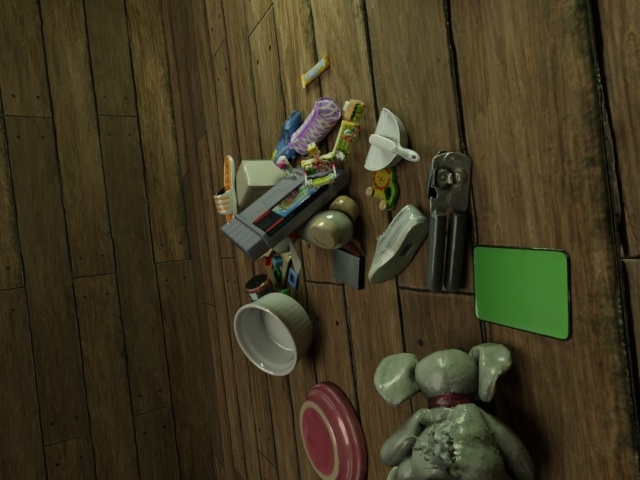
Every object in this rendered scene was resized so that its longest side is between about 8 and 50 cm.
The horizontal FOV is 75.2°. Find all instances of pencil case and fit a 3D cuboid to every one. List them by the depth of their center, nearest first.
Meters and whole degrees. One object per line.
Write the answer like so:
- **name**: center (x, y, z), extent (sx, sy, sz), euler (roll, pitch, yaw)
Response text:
- **pencil case**: center (-0.021, -0.334, 1.228), extent (0.206, 0.088, 0.087), euler (-38, 65, 55)

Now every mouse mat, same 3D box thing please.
- **mouse mat**: center (0.352, 0.087, 0.746), extent (0.189, 0.007, 0.153), euler (5, 100, 59)

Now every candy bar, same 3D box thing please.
- **candy bar**: center (-0.017, -0.509, 1.254), extent (0.161, 0.018, 0.040), euler (-8, 89, 61)

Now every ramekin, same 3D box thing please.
- **ramekin**: center (-0.158, 0.319, 1.463), extent (0.276, 0.135, 0.278), euler (15, 120, 29)

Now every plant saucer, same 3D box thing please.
- **plant saucer**: center (0.024, 0.640, 1.356), extent (0.332, 0.084, 0.333), euler (20, 114, 57)

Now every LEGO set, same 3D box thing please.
- **LEGO set**: center (0.025, -0.230, 1.093), extent (0.286, 0.132, 0.107), euler (-34, 32, 20)

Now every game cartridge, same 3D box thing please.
- **game cartridge**: center (-0.106, -0.102, 1.195), extent (0.068, 0.355, 0.230), euler (57, 164, -28)

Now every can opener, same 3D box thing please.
- **can opener**: center (0.254, -0.039, 0.851), extent (0.095, 0.075, 0.284), euler (-83, -7, -77)

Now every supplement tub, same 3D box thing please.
- **supplement tub**: center (-0.208, 0.235, 1.610), extent (0.106, 0.106, 0.198), euler (21, 140, 57)

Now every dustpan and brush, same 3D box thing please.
- **dustpan and brush**: center (0.165, -0.212, 0.944), extent (0.211, 0.060, 0.148), euler (39, 119, 46)

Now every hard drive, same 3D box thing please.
- **hard drive**: center (0.079, 0.078, 1.203), extent (0.135, 0.022, 0.095), euler (22, 114, 57)

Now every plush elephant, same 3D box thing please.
- **plush elephant**: center (0.243, 0.326, 0.776), extent (0.271, 0.256, 0.330), euler (-5, 133, 23)

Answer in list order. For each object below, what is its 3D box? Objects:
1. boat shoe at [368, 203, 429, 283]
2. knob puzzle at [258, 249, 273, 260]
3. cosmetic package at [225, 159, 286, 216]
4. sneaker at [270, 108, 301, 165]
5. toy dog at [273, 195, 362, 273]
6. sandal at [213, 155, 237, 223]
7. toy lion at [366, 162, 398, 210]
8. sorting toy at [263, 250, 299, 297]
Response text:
- **boat shoe**: center (0.175, 0.010, 0.981), extent (0.228, 0.079, 0.081), euler (-61, 36, 39)
- **knob puzzle**: center (-0.203, -0.029, 1.603), extent (0.213, 0.029, 0.214), euler (-33, 47, 45)
- **cosmetic package**: center (-0.257, -0.175, 1.600), extent (0.309, 0.160, 0.113), euler (-47, 55, 52)
- **sneaker**: center (-0.095, -0.332, 1.395), extent (0.082, 0.069, 0.210), euler (34, 123, 12)
- **toy dog**: center (0.000, 0.000, 1.196), extent (0.161, 0.220, 0.333), euler (54, 162, -14)
- **sandal**: center (-0.363, -0.181, 1.549), extent (0.101, 0.076, 0.266), euler (10, 103, 60)
- **toy lion**: center (0.157, -0.136, 1.019), extent (0.100, 0.034, 0.096), euler (54, 132, 40)
- **sorting toy**: center (-0.183, 0.077, 1.634), extent (0.348, 0.047, 0.196), euler (57, 141, 38)
